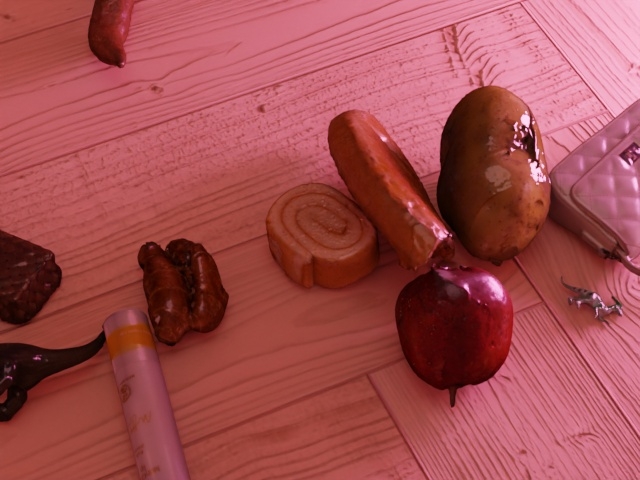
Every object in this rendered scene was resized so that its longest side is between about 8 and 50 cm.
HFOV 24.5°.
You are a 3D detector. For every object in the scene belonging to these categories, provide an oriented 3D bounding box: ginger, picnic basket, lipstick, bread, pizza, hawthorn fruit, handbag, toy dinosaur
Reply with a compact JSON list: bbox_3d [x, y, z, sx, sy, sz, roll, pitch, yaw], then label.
[{"bbox_3d":[-0.171,0.052,1.834,0.103,0.073,0.162,-12,51,-10],"label":"ginger"},{"bbox_3d":[-0.428,0.027,1.871,0.193,0.055,0.110,23,55,16],"label":"picnic basket"},{"bbox_3d":[-0.203,0.198,1.727,0.059,0.059,0.264,-13,53,-10],"label":"lipstick"},{"bbox_3d":[0.000,0.000,1.881,0.122,0.073,0.149,-37,57,-19],"label":"bread"},{"bbox_3d":[0.089,-0.062,1.871,0.074,0.182,0.365,-39,40,9],"label":"pizza"},{"bbox_3d":[0.161,0.112,1.755,0.148,0.148,0.172,-4,78,-3],"label":"hawthorn fruit"},{"bbox_3d":[0.438,-0.064,1.922,0.256,0.079,0.219,-39,64,-25],"label":"handbag"},{"bbox_3d":[0.342,0.071,1.847,0.062,0.021,0.083,-9,55,-16],"label":"toy dinosaur"},{"bbox_3d":[-0.370,0.122,1.773,0.187,0.087,0.179,20,55,15],"label":"toy dinosaur"}]

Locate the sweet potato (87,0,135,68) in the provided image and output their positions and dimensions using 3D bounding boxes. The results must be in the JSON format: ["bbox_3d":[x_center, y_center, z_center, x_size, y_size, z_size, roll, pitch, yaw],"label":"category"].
[{"bbox_3d":[-0.303,-0.330,2.151,0.067,0.059,0.281,-10,49,9],"label":"sweet potato"}]

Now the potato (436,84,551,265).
[{"bbox_3d":[0.223,-0.092,1.890,0.143,0.169,0.248,17,47,-18],"label":"potato"}]
